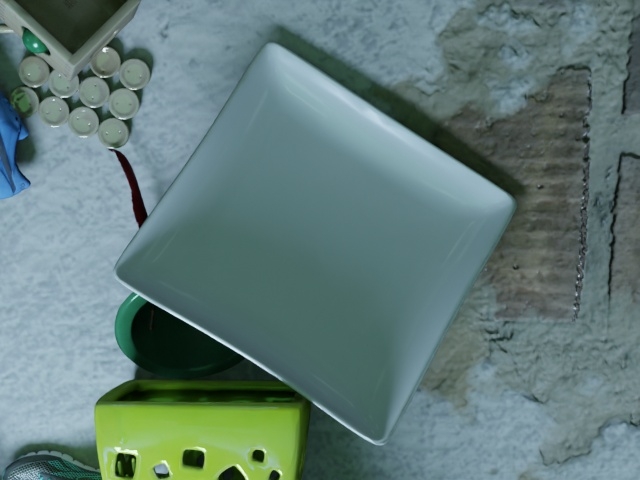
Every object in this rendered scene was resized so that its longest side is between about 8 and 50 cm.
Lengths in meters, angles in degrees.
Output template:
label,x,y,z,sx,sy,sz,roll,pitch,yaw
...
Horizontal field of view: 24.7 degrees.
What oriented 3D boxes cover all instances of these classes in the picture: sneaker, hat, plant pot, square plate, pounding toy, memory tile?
label,x,y,z,sx,sy,sz,roll,pitch,yaw
sneaker,-0.384,-0.150,1.678,0.082,0.069,0.209,-14,95,-17
hat,-0.158,0.029,1.715,0.173,0.183,0.208,-1,136,-9
plant pot,-0.124,0.268,1.635,0.227,0.228,0.207,0,92,3
square plate,0.000,0.000,1.624,0.347,0.049,0.344,33,67,-3
sneaker,-0.298,0.293,1.733,0.166,0.076,0.065,8,98,1
pounding toy,-0.301,-0.253,1.638,0.130,0.100,0.141,43,76,-5
memory tile,-0.278,-0.178,1.690,0.148,0.012,0.113,20,99,-1
